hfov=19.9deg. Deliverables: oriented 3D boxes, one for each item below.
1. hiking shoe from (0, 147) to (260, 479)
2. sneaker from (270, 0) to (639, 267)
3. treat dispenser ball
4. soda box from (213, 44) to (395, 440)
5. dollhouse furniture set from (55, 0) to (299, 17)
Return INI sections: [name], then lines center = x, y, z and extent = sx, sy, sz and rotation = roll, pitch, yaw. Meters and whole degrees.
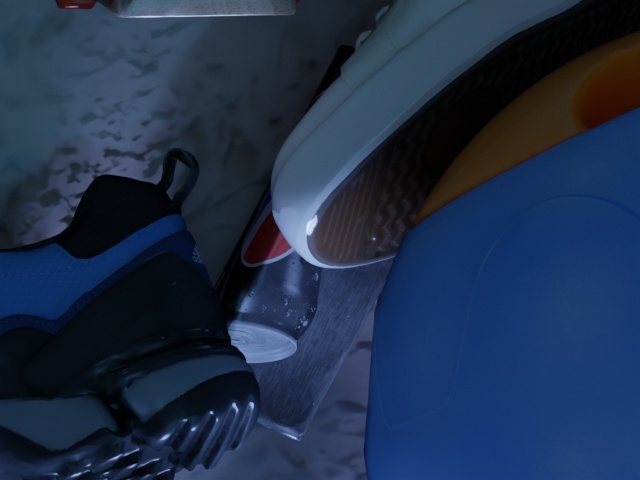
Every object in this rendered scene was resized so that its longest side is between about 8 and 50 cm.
[hiking shoe]
center = -0.180, 0.069, 0.778
extent = 0.304, 0.113, 0.132
rotation = -17, 69, 0
[sneaker]
center = 0.066, -0.105, 0.775
extent = 0.290, 0.123, 0.106
rotation = -41, 151, -21
[treat dispenser ball]
center = 0.159, 0.061, 0.653
extent = 0.288, 0.288, 0.288
rotation = -3, 102, -14
[soda box]
center = 0.000, 0.000, 0.821
extent = 0.060, 0.053, 0.169
rotation = 26, 93, -18
[dollhouse furniture set]
center = -0.054, -0.222, 0.717
extent = 0.262, 0.135, 0.259
rotation = -3, 102, -14
